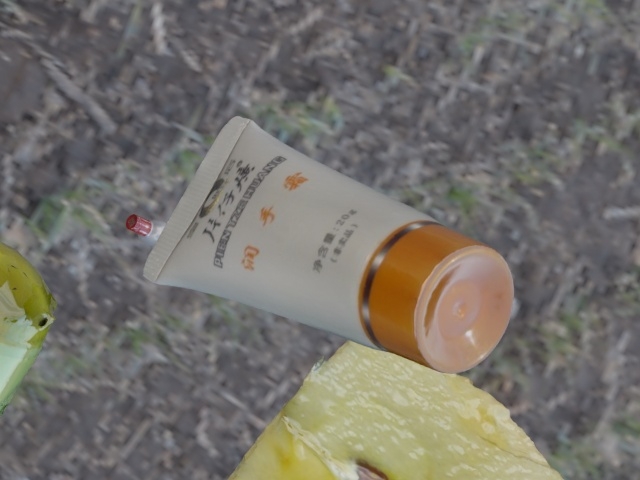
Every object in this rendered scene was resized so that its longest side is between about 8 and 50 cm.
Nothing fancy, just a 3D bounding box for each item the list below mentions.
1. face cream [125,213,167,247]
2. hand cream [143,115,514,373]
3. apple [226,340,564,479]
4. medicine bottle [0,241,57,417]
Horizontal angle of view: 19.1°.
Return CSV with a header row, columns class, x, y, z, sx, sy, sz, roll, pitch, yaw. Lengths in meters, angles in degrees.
class,x,y,z,sx,sy,sz,roll,pitch,yaw
face cream,-0.122,-0.001,1.519,0.083,0.040,0.021,28,73,-45
hand cream,0.000,0.000,1.295,0.089,0.314,0.140,35,78,-39
apple,0.071,0.265,1.765,0.309,0.252,0.314,40,82,5
medicine bottle,-0.267,0.103,1.238,0.124,0.124,0.239,26,101,-40
